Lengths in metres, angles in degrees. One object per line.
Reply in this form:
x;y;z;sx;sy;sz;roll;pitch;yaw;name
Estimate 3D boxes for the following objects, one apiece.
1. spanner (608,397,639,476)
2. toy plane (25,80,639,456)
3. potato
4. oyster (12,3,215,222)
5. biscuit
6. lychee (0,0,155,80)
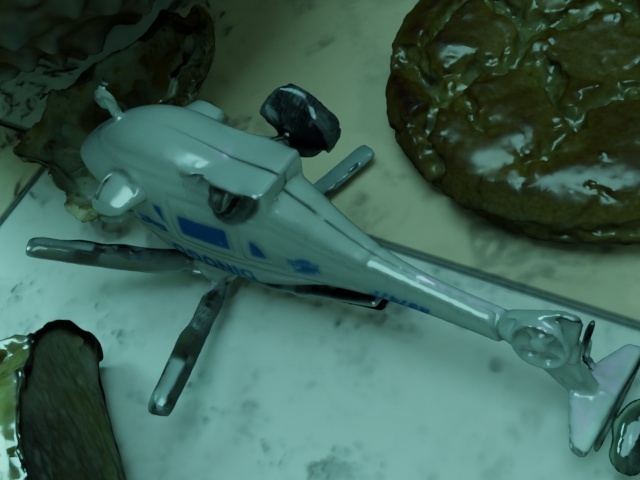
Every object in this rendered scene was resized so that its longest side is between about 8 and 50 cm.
0.216;0.017;0.374;0.254;0.015;0.054;-42;82;-14;spanner
-0.005;0.008;0.392;0.182;0.107;0.273;-35;52;-22;toy plane
-0.117;0.140;0.331;0.100;0.120;0.261;-31;53;1;potato
-0.107;-0.080;0.516;0.103;0.051;0.148;33;80;37;oyster
0.141;-0.092;0.463;0.226;0.042;0.225;-8;54;11;biscuit
-0.199;-0.261;0.462;0.380;0.432;0.380;2;81;-13;lychee
